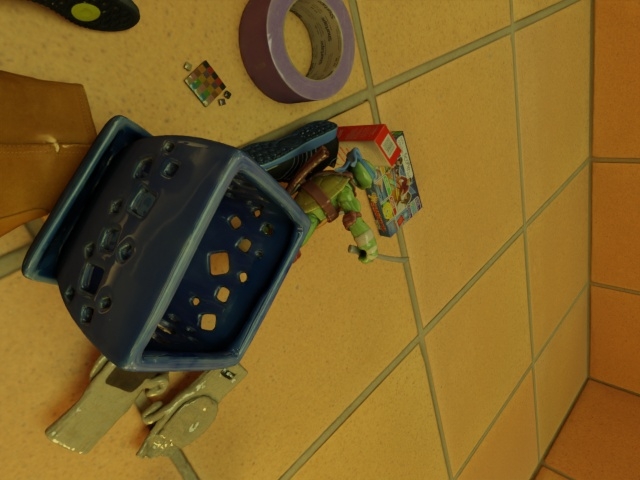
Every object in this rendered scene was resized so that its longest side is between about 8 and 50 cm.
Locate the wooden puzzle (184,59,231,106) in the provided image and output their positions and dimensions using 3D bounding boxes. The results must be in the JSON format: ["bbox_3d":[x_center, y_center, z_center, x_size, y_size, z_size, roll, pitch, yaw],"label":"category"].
[{"bbox_3d":[-0.175,-0.238,0.651,0.049,0.006,0.083,-54,130,-20],"label":"wooden puzzle"}]

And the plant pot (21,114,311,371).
[{"bbox_3d":[-0.178,0.004,0.520,0.235,0.212,0.236,-63,160,-6],"label":"plant pot"}]

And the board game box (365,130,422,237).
[{"bbox_3d":[0.161,-0.126,0.965,0.136,0.035,0.201,-40,123,-30],"label":"board game box"}]

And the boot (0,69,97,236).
[{"bbox_3d":[-0.347,-0.036,0.474,0.211,0.104,0.294,-8,107,-46],"label":"boot"}]

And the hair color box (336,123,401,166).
[{"bbox_3d":[0.074,-0.177,0.800,0.072,0.141,0.043,46,67,-39],"label":"hair color box"}]

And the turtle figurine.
[{"bbox_3d":[0.000,0.000,0.725,0.266,0.197,0.274,-32,154,-11],"label":"turtle figurine"}]

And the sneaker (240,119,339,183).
[{"bbox_3d":[-0.058,-0.128,0.732,0.232,0.081,0.090,-28,134,-27],"label":"sneaker"}]

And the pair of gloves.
[{"bbox_3d":[-0.245,0.231,0.642,0.204,0.042,0.240,-54,135,-9],"label":"pair of gloves"}]

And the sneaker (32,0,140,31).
[{"bbox_3d":[-0.306,-0.304,0.475,0.209,0.069,0.082,-4,74,-50],"label":"sneaker"}]

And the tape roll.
[{"bbox_3d":[-0.035,-0.328,0.711,0.189,0.080,0.188,-10,106,-42],"label":"tape roll"}]
